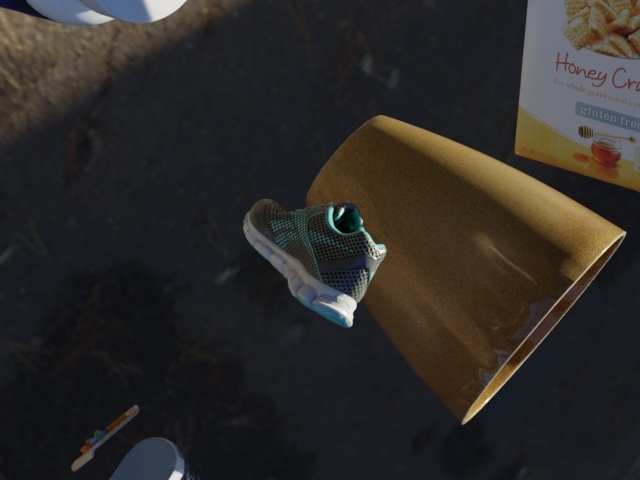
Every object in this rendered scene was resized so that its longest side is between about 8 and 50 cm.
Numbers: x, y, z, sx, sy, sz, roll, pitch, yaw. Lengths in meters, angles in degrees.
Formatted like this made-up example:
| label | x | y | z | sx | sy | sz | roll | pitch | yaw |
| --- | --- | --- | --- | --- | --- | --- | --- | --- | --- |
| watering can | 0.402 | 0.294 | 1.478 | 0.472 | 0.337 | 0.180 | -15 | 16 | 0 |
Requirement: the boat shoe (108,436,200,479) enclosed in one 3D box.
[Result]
| label | x | y | z | sx | sy | sz | roll | pitch | yaw |
| --- | --- | --- | --- | --- | --- | --- | --- | --- | --- |
| boat shoe | -0.175 | 0.256 | 1.280 | 0.183 | 0.065 | 0.083 | -46 | 151 | -9 |

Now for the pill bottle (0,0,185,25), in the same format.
| label | x | y | z | sx | sy | sz | roll | pitch | yaw |
| --- | --- | --- | --- | --- | --- | --- | --- | --- | --- |
| pill bottle | -0.219 | -0.257 | 1.199 | 0.153 | 0.264 | 0.153 | -19 | 117 | -41 |

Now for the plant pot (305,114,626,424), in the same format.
| label | x | y | z | sx | sy | sz | roll | pitch | yaw |
| --- | --- | --- | --- | --- | --- | --- | --- | --- | --- |
| plant pot | 0.119 | 0.002 | 1.418 | 0.237 | 0.254 | 0.237 | -46 | 168 | -12 |

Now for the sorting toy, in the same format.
| label | x | y | z | sx | sy | sz | roll | pitch | yaw |
| --- | --- | --- | --- | --- | --- | --- | --- | --- | --- |
| sorting toy | -0.189 | 0.169 | 1.263 | 0.062 | 0.012 | 0.083 | -45 | -177 | -34 |

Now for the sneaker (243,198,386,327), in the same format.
| label | x | y | z | sx | sy | sz | roll | pitch | yaw |
| --- | --- | --- | --- | --- | --- | --- | --- | --- | --- |
| sneaker | 0.000 | 0.000 | 1.115 | 0.065 | 0.166 | 0.076 | 32 | 98 | -36 |

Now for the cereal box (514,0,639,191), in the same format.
| label | x | y | z | sx | sy | sz | roll | pitch | yaw |
| --- | --- | --- | --- | --- | --- | --- | --- | --- | --- |
| cereal box | 0.248 | -0.158 | 1.189 | 0.047 | 0.173 | 0.240 | -39 | 139 | -44 |
